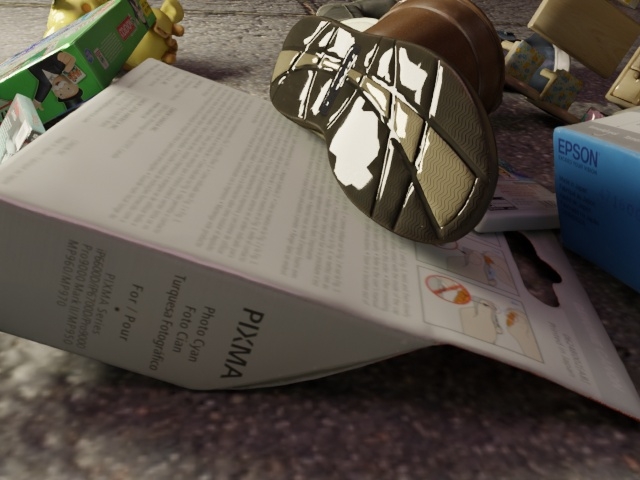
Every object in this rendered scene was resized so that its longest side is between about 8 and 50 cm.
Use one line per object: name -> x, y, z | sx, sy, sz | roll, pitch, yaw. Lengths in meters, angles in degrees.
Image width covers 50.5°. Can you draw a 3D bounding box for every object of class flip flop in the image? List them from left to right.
flip flop -> 0.044, -0.092, 0.508 | 0.080, 0.112, 0.277 | 20, 17, -36

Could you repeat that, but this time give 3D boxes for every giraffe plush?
giraffe plush -> -0.282, -0.296, 0.940 | 0.171, 0.181, 0.210 | 16, 10, -25

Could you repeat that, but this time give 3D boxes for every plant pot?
plant pot -> 0.083, -0.164, 0.722 | 0.167, 0.167, 0.165 | 22, 41, 32

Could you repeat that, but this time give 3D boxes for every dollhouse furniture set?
dollhouse furniture set -> 0.372, -0.232, 0.830 | 0.242, 0.212, 0.161 | 23, 18, -24

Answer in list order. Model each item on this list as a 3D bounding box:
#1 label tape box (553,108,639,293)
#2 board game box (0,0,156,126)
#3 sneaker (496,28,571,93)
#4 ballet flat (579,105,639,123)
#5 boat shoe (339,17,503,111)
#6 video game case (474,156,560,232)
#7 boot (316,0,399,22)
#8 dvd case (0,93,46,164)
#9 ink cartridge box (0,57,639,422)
label tape box -> 0.378, -0.044, 0.454 | 0.348, 0.115, 0.249 | -16, 21, -6
board game box -> -0.282, -0.160, 0.667 | 0.214, 0.046, 0.317 | -25, 27, 8
sneaker -> 0.296, -0.298, 1.073 | 0.163, 0.086, 0.226 | 10, 29, 7
ballet flat -> 0.385, -0.105, 0.717 | 0.222, 0.079, 0.077 | 9, 27, 9
boat shoe -> 0.099, -0.224, 0.900 | 0.305, 0.091, 0.109 | 21, 75, 41
video game case -> 0.132, -0.054, 0.584 | 0.157, 0.019, 0.143 | -3, 37, -44
boot -> 0.079, -0.420, 1.296 | 0.190, 0.076, 0.208 | -13, 21, -1
dvd case -> -0.227, -0.037, 0.474 | 0.013, 0.119, 0.087 | 22, 13, -37
ink cartridge box -> 0.000, 0.000, 0.499 | 0.385, 0.091, 0.308 | 20, 26, -5
